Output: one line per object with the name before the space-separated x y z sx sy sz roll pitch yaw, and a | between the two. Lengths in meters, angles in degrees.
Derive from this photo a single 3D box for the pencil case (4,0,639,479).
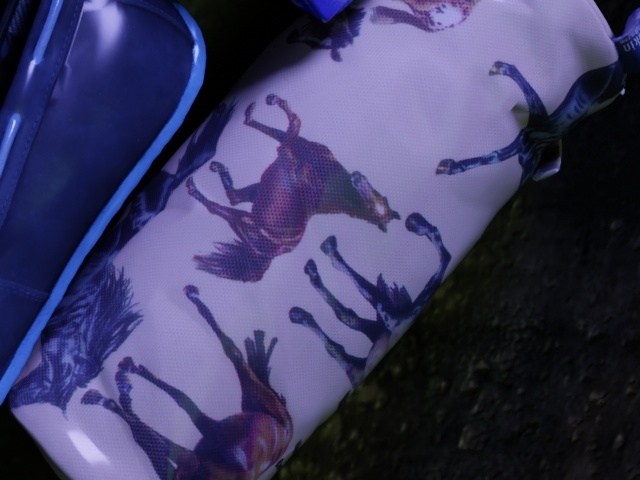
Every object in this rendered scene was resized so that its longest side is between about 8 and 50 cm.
pencil case | 0.000 0.000 1.082 0.183 0.160 0.410 43 83 -26

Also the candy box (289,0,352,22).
candy box | -0.007 -0.318 0.975 0.268 0.122 0.317 -43 126 -9

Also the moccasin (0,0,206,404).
moccasin | -0.198 -0.002 0.997 0.117 0.138 0.342 40 72 -32
